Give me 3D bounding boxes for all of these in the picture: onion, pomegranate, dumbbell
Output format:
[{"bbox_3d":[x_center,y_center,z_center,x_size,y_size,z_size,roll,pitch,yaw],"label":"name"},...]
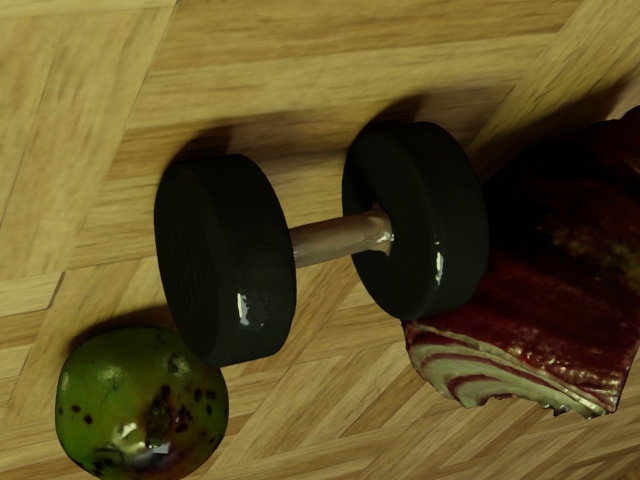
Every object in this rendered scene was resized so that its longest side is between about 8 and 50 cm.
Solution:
[{"bbox_3d":[0.168,0.004,1.142,0.146,0.280,0.314,24,163,-15],"label":"onion"},{"bbox_3d":[-0.163,0.161,1.228,0.156,0.156,0.220,-16,160,-15],"label":"pomegranate"},{"bbox_3d":[0.000,0.000,1.003,0.218,0.152,0.152,-12,156,-24],"label":"dumbbell"}]
